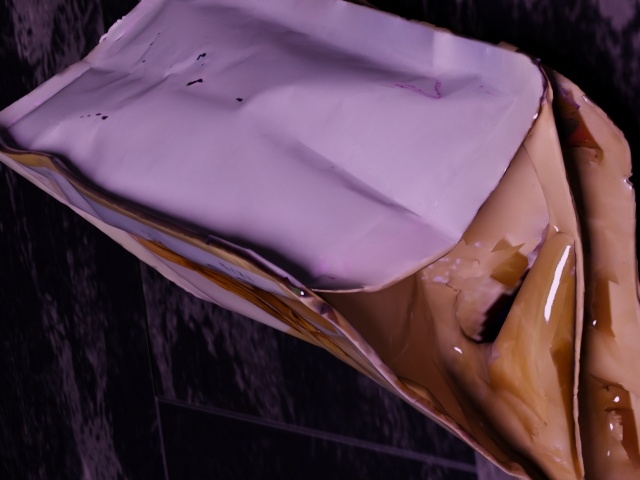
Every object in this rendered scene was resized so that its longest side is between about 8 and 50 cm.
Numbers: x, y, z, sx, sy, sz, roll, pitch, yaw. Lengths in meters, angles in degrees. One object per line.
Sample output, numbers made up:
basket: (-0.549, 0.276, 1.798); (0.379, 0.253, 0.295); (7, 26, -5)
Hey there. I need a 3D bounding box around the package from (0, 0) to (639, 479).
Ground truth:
package: (0.015, -0.030, 0.814); (0.165, 0.221, 0.311); (-57, 36, -5)
